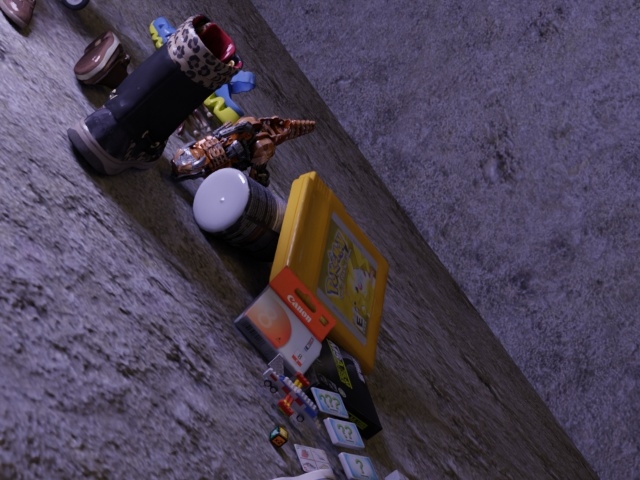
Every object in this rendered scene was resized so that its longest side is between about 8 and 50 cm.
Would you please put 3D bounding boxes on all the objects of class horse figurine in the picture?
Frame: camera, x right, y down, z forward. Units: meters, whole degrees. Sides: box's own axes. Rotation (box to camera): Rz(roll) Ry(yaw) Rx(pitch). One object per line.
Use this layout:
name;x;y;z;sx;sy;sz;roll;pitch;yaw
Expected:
horse figurine;-0.304;-0.310;2.383;0.174;0.066;0.263;54;9;-16

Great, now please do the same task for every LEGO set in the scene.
LEGO set;-0.001;0.285;1.718;0.244;0.060;0.182;24;33;-47

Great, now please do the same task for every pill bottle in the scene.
pill bottle;-0.123;-0.036;2.084;0.246;0.130;0.130;33;22;-53

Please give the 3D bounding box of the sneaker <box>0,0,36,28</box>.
sneaker;-0.545;-0.457;1.983;0.066;0.071;0.188;39;17;-40

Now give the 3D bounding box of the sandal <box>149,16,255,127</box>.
sandal;-0.269;-0.406;2.541;0.317;0.138;0.126;46;-4;0

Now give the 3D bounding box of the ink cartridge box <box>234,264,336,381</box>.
ink cartridge box;-0.047;0.137;1.873;0.145;0.045;0.179;49;47;-7

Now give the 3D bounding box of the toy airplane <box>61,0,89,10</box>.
toy airplane;-0.534;-0.678;2.173;0.386;0.272;0.384;46;4;27

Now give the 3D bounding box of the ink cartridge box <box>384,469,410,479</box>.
ink cartridge box;0.152;0.441;1.896;0.083;0.028;0.048;41;16;-32

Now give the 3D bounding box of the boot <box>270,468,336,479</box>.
boot;-0.025;0.366;1.474;0.190;0.069;0.086;8;50;-59

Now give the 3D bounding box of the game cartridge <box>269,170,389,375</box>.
game cartridge;0.026;0.062;2.120;0.323;0.053;0.285;51;37;-39

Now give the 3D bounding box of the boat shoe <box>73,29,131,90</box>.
boat shoe;-0.400;-0.333;2.078;0.095;0.095;0.257;51;12;-20

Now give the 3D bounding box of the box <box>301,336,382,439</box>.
box;0.021;0.246;1.968;0.184;0.045;0.190;38;19;-32

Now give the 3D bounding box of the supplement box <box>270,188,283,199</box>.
supplement box;-0.112;-0.052;2.258;0.056;0.083;0.083;48;12;-12

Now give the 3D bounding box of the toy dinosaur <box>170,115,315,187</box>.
toy dinosaur;-0.147;-0.166;2.136;0.322;0.218;0.164;-3;60;-21

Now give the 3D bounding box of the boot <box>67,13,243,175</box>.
boot;-0.263;-0.256;1.887;0.138;0.284;0.377;50;14;-2
